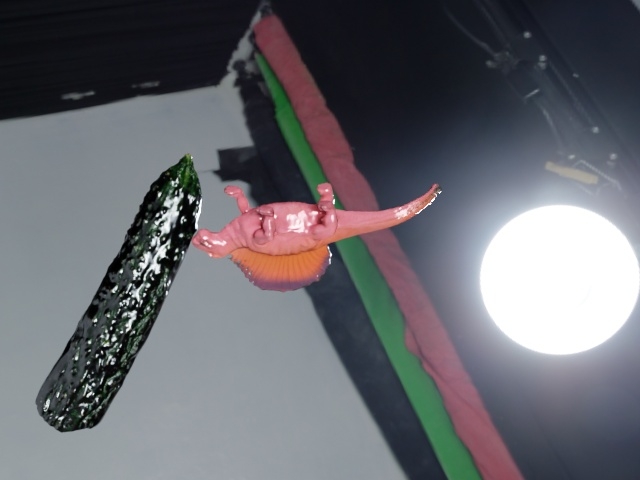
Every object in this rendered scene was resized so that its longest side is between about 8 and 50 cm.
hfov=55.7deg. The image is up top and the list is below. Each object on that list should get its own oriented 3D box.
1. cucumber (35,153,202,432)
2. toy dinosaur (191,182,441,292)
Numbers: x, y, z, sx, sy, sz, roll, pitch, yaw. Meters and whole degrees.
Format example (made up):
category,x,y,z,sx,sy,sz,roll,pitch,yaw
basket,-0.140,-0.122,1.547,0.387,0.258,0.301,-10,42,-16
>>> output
category,x,y,z,sx,sy,sz,roll,pitch,yaw
cucumber,-0.192,0.048,0.618,0.300,0.072,0.072,-64,-152,-3
toy dinosaur,-0.003,0.007,0.707,0.070,0.286,0.138,-101,-171,-58
